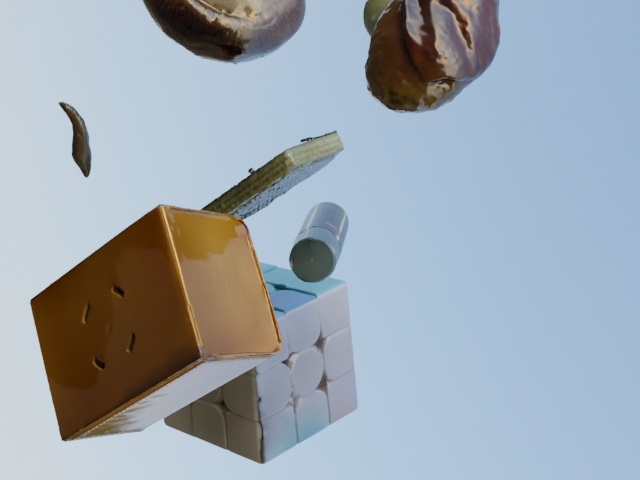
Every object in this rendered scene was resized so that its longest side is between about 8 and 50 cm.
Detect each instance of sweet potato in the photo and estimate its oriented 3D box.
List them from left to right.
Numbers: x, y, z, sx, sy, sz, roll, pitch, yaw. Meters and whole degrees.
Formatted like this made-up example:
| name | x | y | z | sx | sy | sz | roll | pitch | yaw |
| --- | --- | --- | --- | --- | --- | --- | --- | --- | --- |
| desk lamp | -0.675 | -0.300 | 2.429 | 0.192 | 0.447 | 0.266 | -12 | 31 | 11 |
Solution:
| name | x | y | z | sx | sy | sz | roll | pitch | yaw |
| --- | --- | --- | --- | --- | --- | --- | --- | --- | --- |
| sweet potato | -0.447 | -0.186 | 2.166 | 0.038 | 0.041 | 0.153 | -79 | 160 | -64 |

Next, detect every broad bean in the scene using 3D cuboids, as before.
| name | x | y | z | sx | sy | sz | roll | pitch | yaw |
| --- | --- | --- | --- | --- | --- | --- | --- | --- | --- |
| broad bean | 0.144 | -0.247 | 1.481 | 0.156 | 0.228 | 0.122 | 21 | -26 | 13 |

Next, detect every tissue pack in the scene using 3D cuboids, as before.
| name | x | y | z | sx | sy | sz | roll | pitch | yaw |
| --- | --- | --- | --- | --- | --- | --- | --- | --- | --- |
| tissue pack | -0.203 | 0.102 | 1.409 | 0.274 | 0.145 | 0.194 | -31 | -111 | 35 |

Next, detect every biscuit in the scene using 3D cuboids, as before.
| name | x | y | z | sx | sy | sz | roll | pitch | yaw |
| --- | --- | --- | --- | --- | --- | --- | --- | --- | --- |
| biscuit | -0.069 | -0.070 | 1.478 | 0.199 | 0.121 | 0.040 | -32 | -95 | 38 |

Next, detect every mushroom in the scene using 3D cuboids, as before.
| name | x | y | z | sx | sy | sz | roll | pitch | yaw |
| --- | --- | --- | --- | --- | --- | --- | --- | --- | --- |
| mushroom | -0.195 | -0.498 | 2.319 | 0.239 | 0.345 | 0.345 | 73 | -8 | -59 |

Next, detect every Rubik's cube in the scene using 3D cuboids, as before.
| name | x | y | z | sx | sy | sz | roll | pitch | yaw |
| --- | --- | --- | --- | --- | --- | --- | --- | --- | --- |
| Rubik's cube | -0.130 | 0.232 | 2.343 | 0.291 | 0.290 | 0.291 | 12 | -67 | 40 |

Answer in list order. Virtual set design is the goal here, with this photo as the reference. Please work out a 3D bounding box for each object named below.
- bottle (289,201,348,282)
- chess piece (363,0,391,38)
| name | x | y | z | sx | sy | sz | roll | pitch | yaw |
| --- | --- | --- | --- | --- | --- | --- | --- | --- | --- |
| bottle | 0.000 | 0.000 | 2.029 | 0.286 | 0.082 | 0.082 | -69 | 156 | -75 |
| chess piece | 0.106 | -0.394 | 1.677 | 0.133 | 0.133 | 0.243 | 158 | -69 | -65 |
